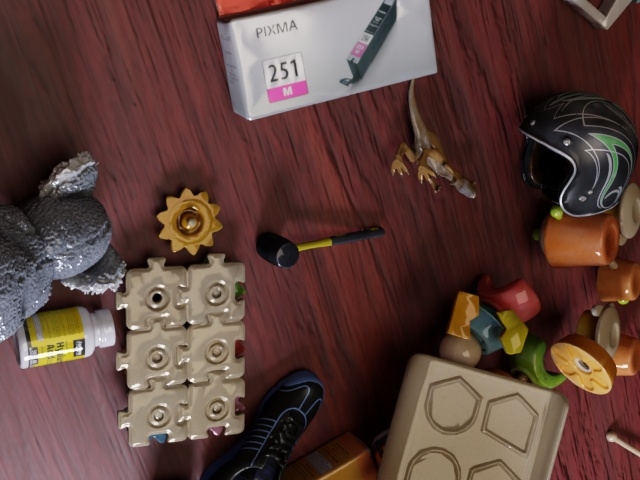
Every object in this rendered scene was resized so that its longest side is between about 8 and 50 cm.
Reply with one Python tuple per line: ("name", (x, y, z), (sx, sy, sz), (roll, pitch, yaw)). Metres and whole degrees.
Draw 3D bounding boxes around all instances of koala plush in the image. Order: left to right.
("koala plush", (-0.331, 0.010, 1.189), (0.221, 0.203, 0.196), (-23, 114, -31))

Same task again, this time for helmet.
("helmet", (0.365, -0.132, 1.487), (0.169, 0.169, 0.161), (-15, 119, -21))

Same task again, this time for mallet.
("mallet", (0.000, 0.000, 1.423), (0.189, 0.062, 0.039), (-13, 111, -38))

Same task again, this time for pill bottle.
("pill bottle", (-0.314, 0.115, 1.283), (0.116, 0.065, 0.065), (-10, 108, -23))

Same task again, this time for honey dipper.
("honey dipper", (0.541, 0.361, 1.782), (0.160, 0.030, 0.030), (31, 89, -24))

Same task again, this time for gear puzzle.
("gear puzzle", (-0.183, 0.097, 1.359), (0.175, 0.044, 0.339), (-4, 103, -23))

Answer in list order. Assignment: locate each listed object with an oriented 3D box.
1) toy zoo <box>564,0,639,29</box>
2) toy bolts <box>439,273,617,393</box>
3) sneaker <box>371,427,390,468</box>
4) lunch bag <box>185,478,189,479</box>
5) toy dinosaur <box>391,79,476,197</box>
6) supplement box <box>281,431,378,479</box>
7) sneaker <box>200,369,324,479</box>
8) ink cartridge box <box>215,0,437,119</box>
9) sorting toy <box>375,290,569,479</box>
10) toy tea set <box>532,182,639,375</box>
("toy zoo", (0.383, -0.434, 1.484), (0.293, 0.030, 0.192), (29, 90, -29))
("toy bolts", (0.280, 0.180, 1.509), (0.158, 0.218, 0.228), (-44, 110, -22))
("sneaker", (0.190, 0.398, 1.504), (0.124, 0.180, 0.321), (-31, 127, 17))
("lunch bag", (-0.192, 0.369, 1.410), (0.065, 0.067, 0.098), (10, 98, -28))
("toy dinosaur", (0.143, -0.136, 1.447), (0.112, 0.064, 0.211), (-50, 119, -42))
("supplement box", (-0.032, 0.366, 1.481), (0.233, 0.080, 0.078), (-27, 113, -19))
("sneaker", (-0.067, 0.285, 1.433), (0.081, 0.090, 0.232), (42, 84, -28))
("ink cartridge box", (0.004, -0.301, 1.321), (0.275, 0.060, 0.239), (-17, 112, -19))
("sorting toy", (0.218, 0.237, 1.440), (0.229, 0.041, 0.307), (16, 87, -3))
("toy tea set", (0.409, 0.073, 1.612), (0.200, 0.124, 0.336), (-22, 112, -51))
